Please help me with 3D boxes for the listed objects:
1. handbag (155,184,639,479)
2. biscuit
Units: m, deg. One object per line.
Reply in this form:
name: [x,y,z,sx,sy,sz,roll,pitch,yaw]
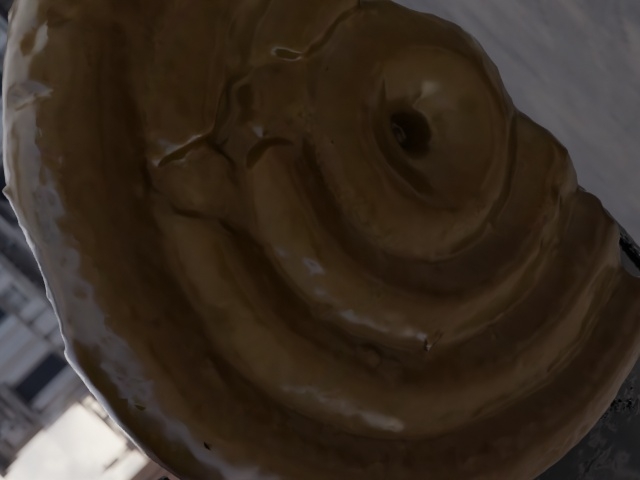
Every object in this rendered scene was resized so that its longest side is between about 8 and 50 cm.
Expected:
handbag: [0.034,0.110,0.621,0.152,0.342,0.288,32,165,36]
biscuit: [0.001,0.000,0.363,0.224,0.144,0.033,45,159,-23]
